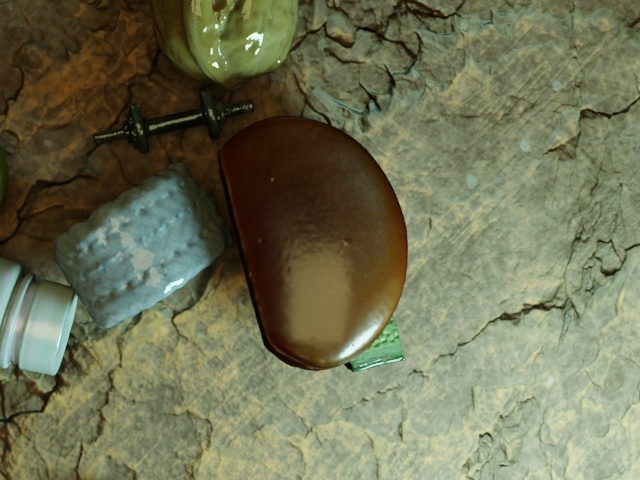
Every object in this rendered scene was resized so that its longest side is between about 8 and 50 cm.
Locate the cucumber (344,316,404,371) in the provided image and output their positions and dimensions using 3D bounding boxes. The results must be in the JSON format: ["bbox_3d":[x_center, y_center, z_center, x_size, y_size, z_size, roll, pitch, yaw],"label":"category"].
[{"bbox_3d":[0.072,0.158,1.389,0.115,0.062,0.116,-14,75,-10],"label":"cucumber"}]

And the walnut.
[{"bbox_3d":[-0.143,-0.354,1.259,0.224,0.257,0.257,0,93,21],"label":"walnut"}]

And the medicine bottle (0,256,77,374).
[{"bbox_3d":[-0.516,0.097,1.222,0.293,0.170,0.170,15,89,-10],"label":"medicine bottle"}]

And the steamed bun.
[{"bbox_3d":[0.000,0.000,1.269,0.248,0.235,0.379,-15,82,-8],"label":"steamed bun"}]

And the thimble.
[{"bbox_3d":[-0.264,0.004,1.243,0.245,0.217,0.157,-36,100,-31],"label":"thimble"}]

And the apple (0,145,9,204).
[{"bbox_3d":[-0.550,-0.104,1.200,0.200,0.200,0.200,0,92,-11],"label":"apple"}]

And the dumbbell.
[{"bbox_3d":[-0.228,-0.185,1.312,0.254,0.081,0.081,-14,95,-10],"label":"dumbbell"}]
